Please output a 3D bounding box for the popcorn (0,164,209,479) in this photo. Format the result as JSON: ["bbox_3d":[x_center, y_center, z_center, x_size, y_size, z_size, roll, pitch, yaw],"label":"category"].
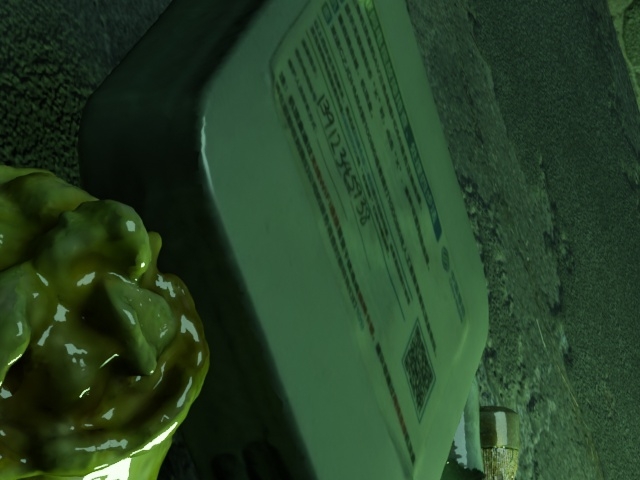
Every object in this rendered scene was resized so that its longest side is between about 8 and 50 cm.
[{"bbox_3d":[-0.191,0.069,0.906,0.212,0.259,0.259,-37,111,-32],"label":"popcorn"}]

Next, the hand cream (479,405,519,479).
[{"bbox_3d":[0.174,0.276,1.744,0.084,0.084,0.203,24,58,-59],"label":"hand cream"}]

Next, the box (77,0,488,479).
[{"bbox_3d":[-0.001,0.001,1.148,0.396,0.111,0.396,-61,139,-54],"label":"box"}]

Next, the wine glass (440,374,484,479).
[{"bbox_3d":[0.106,0.132,1.655,0.103,0.103,0.222,28,48,-58],"label":"wine glass"}]

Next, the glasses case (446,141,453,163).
[{"bbox_3d":[0.039,0.000,1.557,0.355,0.137,0.085,-69,143,-54],"label":"glasses case"}]
